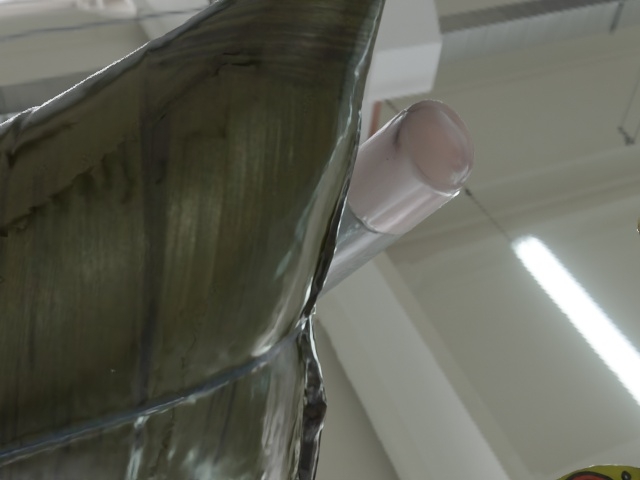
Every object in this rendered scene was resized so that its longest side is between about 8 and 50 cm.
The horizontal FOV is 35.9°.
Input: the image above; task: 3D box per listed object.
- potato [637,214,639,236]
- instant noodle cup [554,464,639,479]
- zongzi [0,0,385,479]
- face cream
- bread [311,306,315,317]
[{"bbox_3d":[0.371,-0.025,0.949,0.107,0.080,0.170,22,-145,38],"label":"potato"},{"bbox_3d":[0.253,0.297,0.819,0.182,0.144,0.182,-9,-125,13],"label":"instant noodle cup"},{"bbox_3d":[-0.108,-0.012,0.336,0.286,0.300,0.138,8,-159,-36],"label":"zongzi"},{"bbox_3d":[0.000,0.000,0.746,0.073,0.269,0.107,45,-143,-10],"label":"face cream"},{"bbox_3d":[-0.120,0.069,1.260,0.230,0.230,0.123,6,-146,0],"label":"bread"}]
